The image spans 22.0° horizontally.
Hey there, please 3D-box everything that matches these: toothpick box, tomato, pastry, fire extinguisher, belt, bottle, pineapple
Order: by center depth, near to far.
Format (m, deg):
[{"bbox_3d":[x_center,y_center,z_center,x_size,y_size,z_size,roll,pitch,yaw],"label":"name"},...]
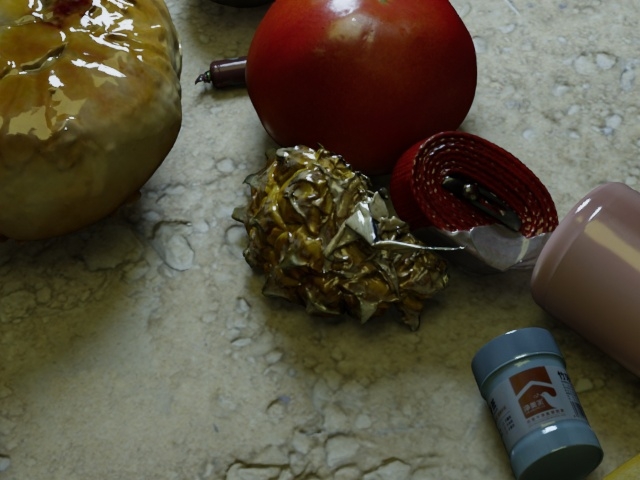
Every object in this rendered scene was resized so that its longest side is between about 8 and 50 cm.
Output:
[{"bbox_3d":[0.236,0.184,1.800,0.101,0.101,0.153,-15,55,-7],"label":"toothpick box"},{"bbox_3d":[0.385,0.094,1.826,0.297,0.173,0.206,37,96,23],"label":"bottle"},{"bbox_3d":[-0.001,-0.004,1.914,0.161,0.158,0.334,-40,63,-21],"label":"pineapple"},{"bbox_3d":[0.176,-0.041,1.922,0.201,0.124,0.128,36,79,-9],"label":"belt"},{"bbox_3d":[-0.353,-0.175,2.005,0.409,0.245,0.409,0,54,0],"label":"pastry"},{"bbox_3d":[0.056,-0.226,2.016,0.298,0.226,0.299,6,54,-8],"label":"tomato"},{"bbox_3d":[-0.100,-0.223,2.149,0.132,0.039,0.056,-10,22,-2],"label":"fire extinguisher"}]

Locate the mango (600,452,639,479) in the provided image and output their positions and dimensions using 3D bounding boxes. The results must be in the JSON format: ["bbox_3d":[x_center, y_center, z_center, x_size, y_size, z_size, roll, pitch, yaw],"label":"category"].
[{"bbox_3d":[0.395,0.295,1.651,0.384,0.199,0.221,-24,58,-11],"label":"mango"}]

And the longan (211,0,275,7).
[{"bbox_3d":[-0.087,-0.409,2.188,0.196,0.196,0.220,17,53,15],"label":"longan"}]
